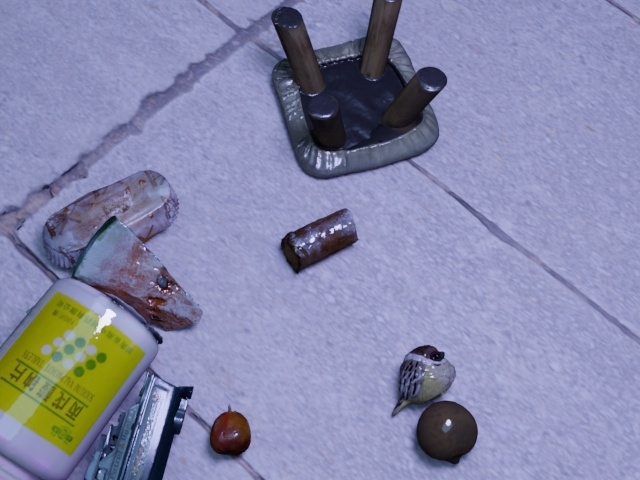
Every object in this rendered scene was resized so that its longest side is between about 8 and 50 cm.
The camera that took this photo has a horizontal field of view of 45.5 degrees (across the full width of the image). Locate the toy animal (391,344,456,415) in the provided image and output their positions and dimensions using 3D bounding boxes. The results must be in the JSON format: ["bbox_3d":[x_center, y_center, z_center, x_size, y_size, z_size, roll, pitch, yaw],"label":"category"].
[{"bbox_3d":[0.168,0.242,1.340,0.137,0.098,0.098,-31,69,7],"label":"toy animal"}]

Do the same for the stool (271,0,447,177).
[{"bbox_3d":[0.075,-0.320,1.519,0.310,0.226,0.310,-16,69,-10],"label":"stool"}]

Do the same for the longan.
[{"bbox_3d":[0.217,0.328,1.300,0.113,0.092,0.113,-1,91,-24],"label":"longan"}]

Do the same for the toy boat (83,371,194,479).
[{"bbox_3d":[-0.310,0.365,1.239,0.122,0.114,0.296,17,65,-3],"label":"toy boat"}]

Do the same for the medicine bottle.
[{"bbox_3d":[-0.448,0.260,1.228,0.213,0.213,0.378,29,67,10],"label":"medicine bottle"}]

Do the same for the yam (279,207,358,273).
[{"bbox_3d":[0.000,-0.001,1.447,0.141,0.079,0.079,-25,69,-16],"label":"yam"}]

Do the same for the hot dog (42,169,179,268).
[{"bbox_3d":[-0.396,-0.037,1.445,0.268,0.075,0.144,-24,73,-17],"label":"hot dog"}]

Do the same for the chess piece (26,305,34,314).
[{"bbox_3d":[-0.454,0.112,1.385,0.149,0.059,0.059,-35,71,-23],"label":"chess piece"}]

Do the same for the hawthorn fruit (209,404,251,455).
[{"bbox_3d":[-0.153,0.327,1.292,0.077,0.077,0.077,1,65,-3],"label":"hawthorn fruit"}]

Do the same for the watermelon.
[{"bbox_3d":[-0.321,0.080,1.368,0.241,0.094,0.154,35,83,-11],"label":"watermelon"}]
